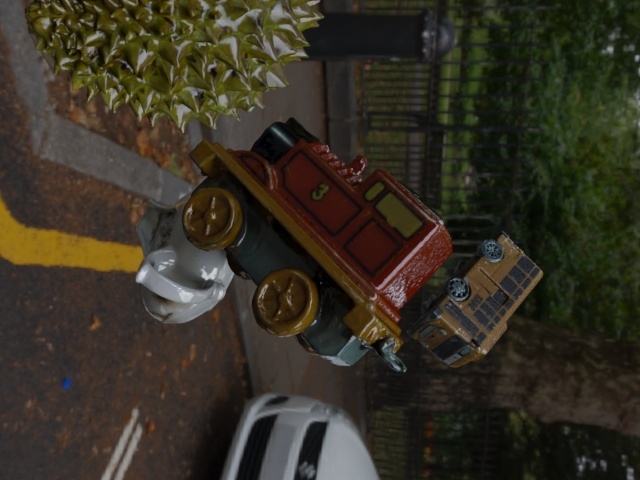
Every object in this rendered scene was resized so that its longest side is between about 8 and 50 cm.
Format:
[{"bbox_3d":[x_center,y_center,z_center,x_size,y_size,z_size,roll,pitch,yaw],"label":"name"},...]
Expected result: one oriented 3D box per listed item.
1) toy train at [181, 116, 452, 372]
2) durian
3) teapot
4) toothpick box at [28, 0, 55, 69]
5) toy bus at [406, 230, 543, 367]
[{"bbox_3d":[0.000,0.000,0.872,0.231,0.369,0.163,-44,155,-2],"label":"toy train"},{"bbox_3d":[-0.041,-0.151,0.339,0.146,0.102,0.208,26,69,-49],"label":"durian"},{"bbox_3d":[-0.200,0.021,1.043,0.204,0.139,0.298,-59,-158,5],"label":"teapot"},{"bbox_3d":[-0.346,-0.400,1.342,0.190,0.307,0.188,137,-36,-76],"label":"toothpick box"},{"bbox_3d":[0.231,0.092,1.075,0.201,0.114,0.098,-42,173,-30],"label":"toy bus"}]
